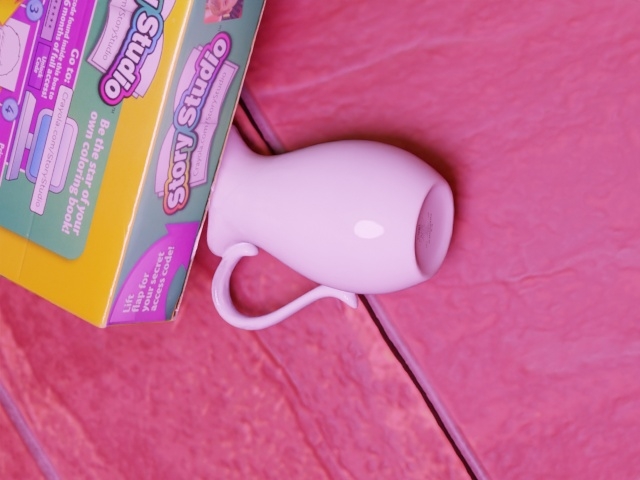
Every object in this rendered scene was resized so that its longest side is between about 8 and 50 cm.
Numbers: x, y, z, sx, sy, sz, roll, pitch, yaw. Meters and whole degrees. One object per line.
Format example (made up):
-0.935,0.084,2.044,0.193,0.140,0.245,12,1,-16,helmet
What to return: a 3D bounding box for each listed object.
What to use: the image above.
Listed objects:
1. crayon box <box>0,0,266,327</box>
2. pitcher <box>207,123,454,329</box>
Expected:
-0.218,-0.152,1.459,0.313,0.106,0.363,24,104,30,crayon box
0.000,0.000,1.447,0.207,0.125,0.178,10,107,26,pitcher
